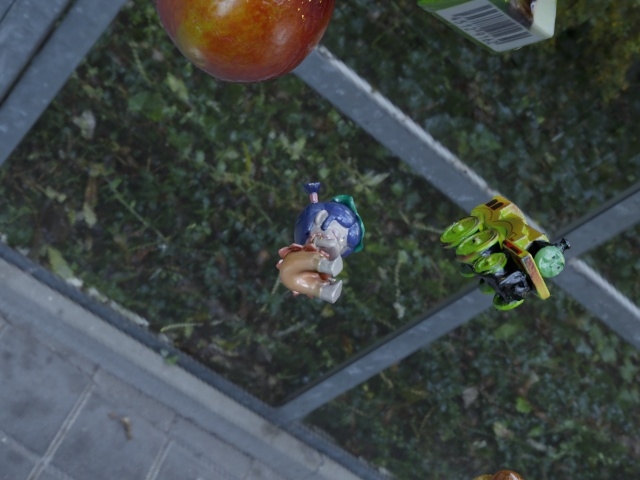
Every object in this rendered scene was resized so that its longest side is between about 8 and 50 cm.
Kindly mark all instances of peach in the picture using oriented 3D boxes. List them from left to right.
[{"bbox_3d":[-0.132,-0.496,1.604,0.388,0.388,0.388,29,42,-30],"label":"peach"}]

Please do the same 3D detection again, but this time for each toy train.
[{"bbox_3d":[0.310,0.018,1.422,0.100,0.161,0.296,59,1,-20],"label":"toy train"}]

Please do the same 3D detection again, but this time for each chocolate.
[{"bbox_3d":[0.297,-0.493,1.410,0.301,0.137,0.288,9,87,-54],"label":"chocolate"}]

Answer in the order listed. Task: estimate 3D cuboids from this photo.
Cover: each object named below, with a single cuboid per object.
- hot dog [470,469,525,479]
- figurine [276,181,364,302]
[{"bbox_3d":[0.336,0.524,1.539,0.153,0.150,0.256,-37,130,-37],"label":"hot dog"},{"bbox_3d":[0.000,0.000,1.171,0.102,0.111,0.195,11,30,14],"label":"figurine"}]
